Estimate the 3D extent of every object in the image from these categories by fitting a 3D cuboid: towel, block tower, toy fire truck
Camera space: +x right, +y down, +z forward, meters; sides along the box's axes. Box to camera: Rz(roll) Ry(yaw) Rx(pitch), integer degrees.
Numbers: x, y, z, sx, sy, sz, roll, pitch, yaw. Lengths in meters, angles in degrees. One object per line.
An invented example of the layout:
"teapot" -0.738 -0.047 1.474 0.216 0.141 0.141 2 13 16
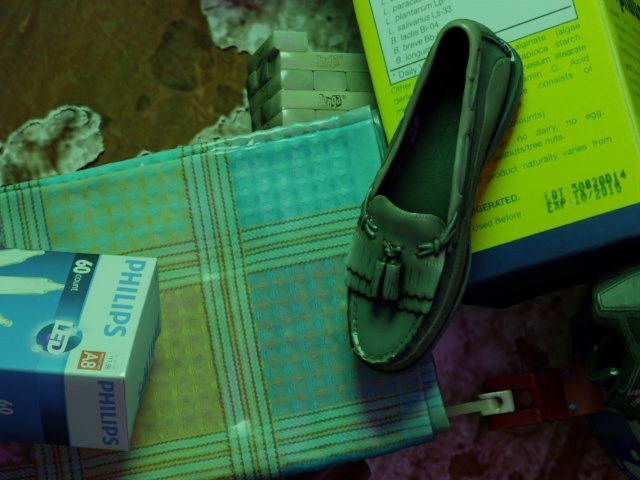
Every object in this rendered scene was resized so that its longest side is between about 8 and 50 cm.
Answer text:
"towel" -0.104 0.059 1.210 0.370 0.040 0.271 -12 78 -1
"block tower" 0.000 0.000 1.298 0.097 0.091 0.335 0 79 -20
"toy fire truck" 0.150 0.134 1.295 0.135 0.192 0.047 -1 79 -48

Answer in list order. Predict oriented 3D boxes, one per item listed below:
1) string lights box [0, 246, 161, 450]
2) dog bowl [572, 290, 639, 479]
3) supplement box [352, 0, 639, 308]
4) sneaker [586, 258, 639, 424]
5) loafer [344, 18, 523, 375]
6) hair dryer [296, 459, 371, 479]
"string lights box" -0.254 0.071 1.127 0.260 0.076 0.133 4 38 3
"dog bowl" 0.362 0.106 1.391 0.265 0.104 0.264 4 77 -18
"supplement box" 0.164 -0.142 1.282 0.194 0.195 0.356 -17 79 22
"sneaker" 0.285 0.110 1.230 0.097 0.135 0.276 -82 152 -47
"loafer" 0.070 -0.036 1.146 0.096 0.084 0.267 16 85 26
"hair dryer" 0.005 0.308 1.237 0.224 0.080 0.293 7 70 -21
